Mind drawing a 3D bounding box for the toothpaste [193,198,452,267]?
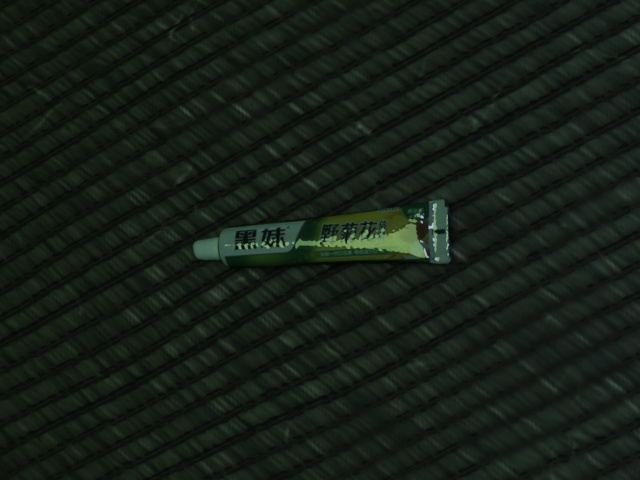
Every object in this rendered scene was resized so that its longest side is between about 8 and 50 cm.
[{"bbox_3d":[0.000,0.000,1.479,0.204,0.031,0.049,-4,82,20],"label":"toothpaste"}]
